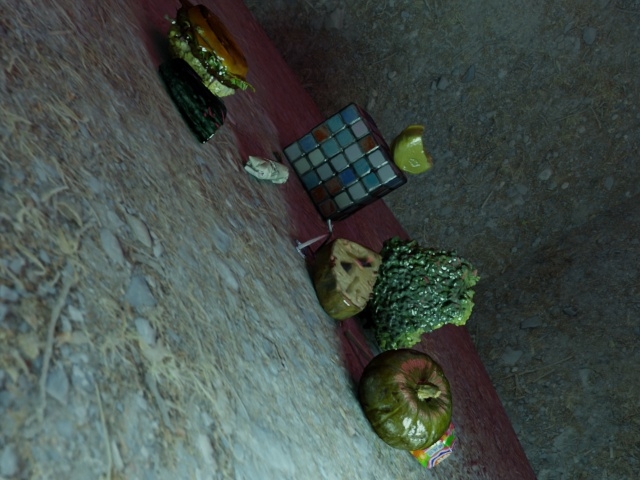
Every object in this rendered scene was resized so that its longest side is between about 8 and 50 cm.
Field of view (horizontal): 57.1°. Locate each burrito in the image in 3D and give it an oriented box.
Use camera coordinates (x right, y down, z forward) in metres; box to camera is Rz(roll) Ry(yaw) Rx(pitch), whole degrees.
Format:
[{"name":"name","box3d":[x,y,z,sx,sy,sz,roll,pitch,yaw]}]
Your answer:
[{"name":"burrito","box3d":[-0.130,-0.181,1.513,0.064,0.064,0.203,60,14,9]}]

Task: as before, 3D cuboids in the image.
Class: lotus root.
[{"name":"lotus root","box3d":[0.064,0.080,1.447,0.170,0.074,0.261,42,39,-17]}]

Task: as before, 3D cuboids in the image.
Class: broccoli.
[{"name":"broccoli","box3d":[0.269,0.138,1.647,0.281,0.347,0.293,55,15,-65]}]

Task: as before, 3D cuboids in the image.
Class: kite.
[{"name":"kite","box3d":[-0.122,-0.242,1.795,0.090,0.004,0.122,45,19,-46]}]

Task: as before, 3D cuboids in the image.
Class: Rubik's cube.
[{"name":"Rubik's cube","box3d":[0.094,-0.254,1.987,0.287,0.291,0.293,60,12,5]}]

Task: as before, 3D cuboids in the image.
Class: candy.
[{"name":"candy","box3d":[0.174,0.355,1.376,0.365,0.124,0.124,50,11,13]}]

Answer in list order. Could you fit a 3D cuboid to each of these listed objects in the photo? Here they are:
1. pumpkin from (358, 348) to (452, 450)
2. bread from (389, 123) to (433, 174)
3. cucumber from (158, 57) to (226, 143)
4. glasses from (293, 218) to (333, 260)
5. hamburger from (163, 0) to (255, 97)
[{"name":"pumpkin","box3d":[0.186,0.329,1.233,0.219,0.162,0.219,19,53,-28]},{"name":"bread","box3d":[0.284,-0.282,1.861,0.086,0.125,0.156,-92,164,-48]},{"name":"cucumber","box3d":[-0.266,-0.303,1.266,0.193,0.085,0.115,52,15,2]},{"name":"glasses","box3d":[0.000,0.000,1.479,0.063,0.103,0.140,60,10,16]},{"name":"hamburger","box3d":[-0.276,-0.446,1.398,0.261,0.138,0.243,42,19,-51]}]
